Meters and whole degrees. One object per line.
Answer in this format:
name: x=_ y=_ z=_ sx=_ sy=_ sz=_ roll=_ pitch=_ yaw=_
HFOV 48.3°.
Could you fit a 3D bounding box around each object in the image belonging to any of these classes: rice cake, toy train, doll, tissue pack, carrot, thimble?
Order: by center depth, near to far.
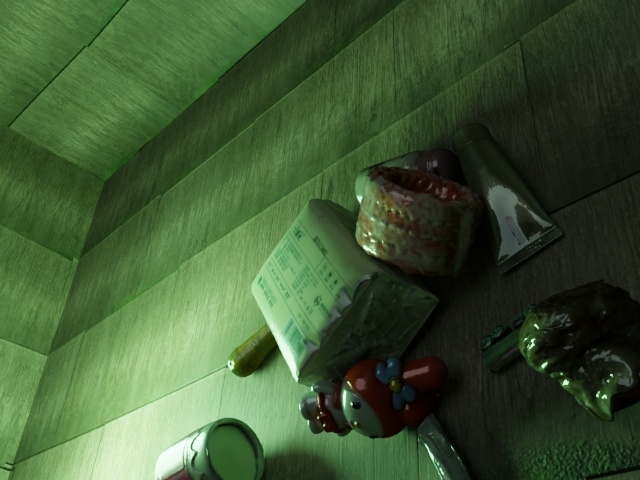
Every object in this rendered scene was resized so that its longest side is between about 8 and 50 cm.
rice cake: x=0.223 y=0.393 z=1.182 sx=0.055 sy=0.049 sz=0.270 roll=-31 pitch=35 yaw=1
toy train: x=0.337 y=0.167 z=1.230 sx=0.148 sy=0.038 sz=0.071 roll=-42 pitch=35 yaw=25
doll: x=0.106 y=0.292 z=1.326 sx=0.291 sy=0.161 sz=0.130 roll=-18 pitch=22 yaw=21
thimble: x=0.191 y=-0.036 z=1.386 sx=0.239 sy=0.239 sz=0.162 roll=-131 pitch=51 yaw=-57
tissue pack: x=0.035 y=0.116 z=1.524 sx=0.297 sy=0.207 sz=0.380 roll=-55 pitch=31 yaw=14
carrot: x=-0.115 y=0.230 z=1.781 sx=0.298 sy=0.078 sz=0.078 roll=-43 pitch=34 yaw=12

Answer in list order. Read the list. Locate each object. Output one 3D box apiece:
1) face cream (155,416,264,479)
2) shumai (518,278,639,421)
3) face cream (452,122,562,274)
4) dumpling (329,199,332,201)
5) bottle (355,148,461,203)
face cream: x=-0.249 y=0.509 z=1.608 sx=0.195 sy=0.175 sz=0.175 roll=-37 pitch=37 yaw=31
shumai: x=0.398 y=0.172 z=1.064 sx=0.184 sy=0.218 sz=0.185 roll=-16 pitch=88 yaw=15
face cream: x=0.352 y=-0.097 z=1.412 sx=0.137 sy=0.084 sz=0.341 roll=-38 pitch=44 yaw=25
dumpling: x=0.000 y=0.000 z=1.774 sx=0.136 sy=0.119 sz=0.199 roll=40 pitch=119 yaw=60
bottle: x=0.203 y=-0.138 z=1.605 sx=0.253 sy=0.120 sz=0.120 roll=-14 pitch=52 yaw=46
